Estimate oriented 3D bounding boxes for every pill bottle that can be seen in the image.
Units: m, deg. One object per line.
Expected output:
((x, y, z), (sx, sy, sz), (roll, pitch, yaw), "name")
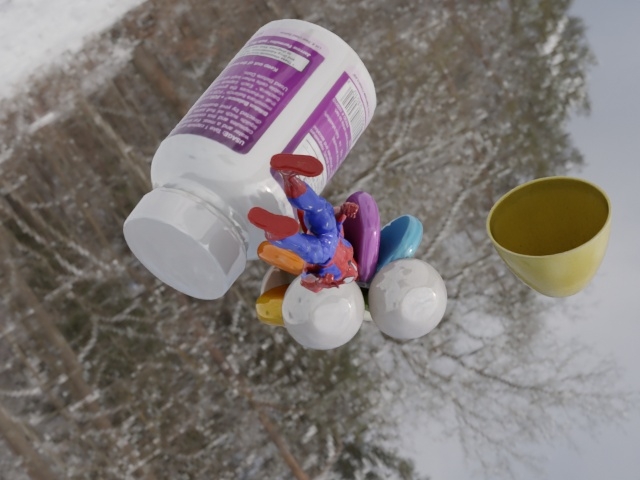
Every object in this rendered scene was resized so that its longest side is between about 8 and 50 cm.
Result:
((-0.076, -0.087, 1.095), (0.169, 0.169, 0.301), (-11, -143, 50), "pill bottle")

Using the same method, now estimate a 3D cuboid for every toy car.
((0.026, 0.022, 0.961), (0.182, 0.136, 0.159), (-5, -173, -15), "toy car")

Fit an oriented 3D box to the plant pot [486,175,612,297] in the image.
((0.260, 0.007, 1.124), (0.134, 0.095, 0.134), (-13, -141, 11), "plant pot")

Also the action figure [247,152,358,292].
((0.000, 0.000, 0.410), (0.115, 0.030, 0.038), (58, 48, -73), "action figure")
